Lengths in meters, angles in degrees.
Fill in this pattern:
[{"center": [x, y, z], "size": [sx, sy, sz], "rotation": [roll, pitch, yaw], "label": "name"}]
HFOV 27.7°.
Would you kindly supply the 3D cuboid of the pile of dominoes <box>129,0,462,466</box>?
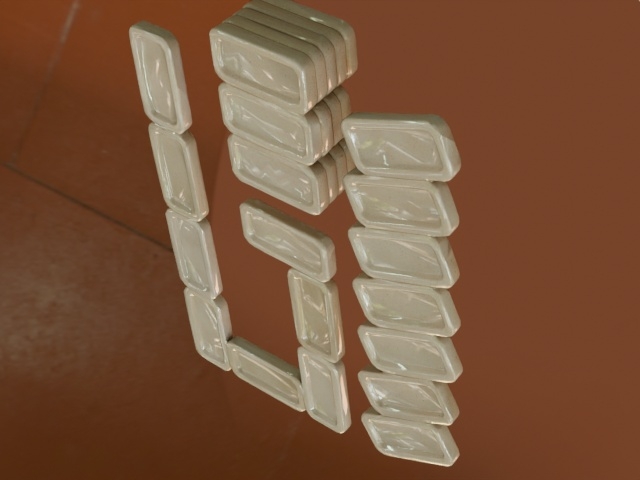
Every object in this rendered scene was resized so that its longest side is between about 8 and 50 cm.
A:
[{"center": [0.000, 0.000, 0.663], "size": [0.196, 0.040, 0.251], "rotation": [26, 141, 32], "label": "pile of dominoes"}]
